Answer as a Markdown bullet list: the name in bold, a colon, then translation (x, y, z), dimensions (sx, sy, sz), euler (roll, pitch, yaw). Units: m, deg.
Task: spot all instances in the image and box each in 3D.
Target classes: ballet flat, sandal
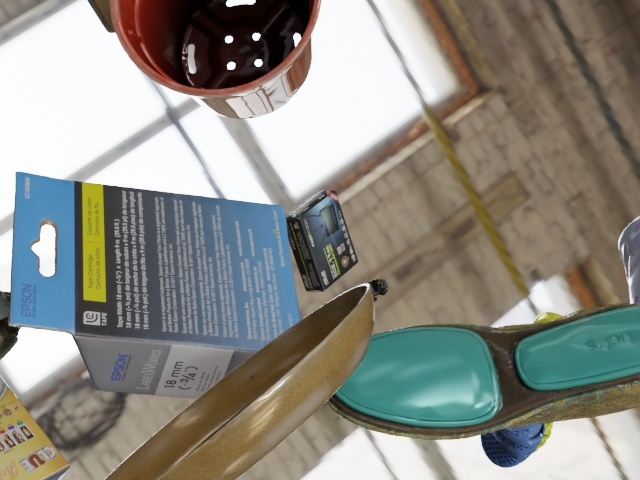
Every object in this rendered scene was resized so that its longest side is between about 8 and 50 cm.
- **ballet flat**: translation (0.177, 0.139, 1.281), dimensions (0.123, 0.349, 0.123), euler (-9, 90, -88)
- **sandal**: translation (0.302, 0.249, 2.042), dimensions (0.126, 0.138, 0.317), euler (36, -41, 26)

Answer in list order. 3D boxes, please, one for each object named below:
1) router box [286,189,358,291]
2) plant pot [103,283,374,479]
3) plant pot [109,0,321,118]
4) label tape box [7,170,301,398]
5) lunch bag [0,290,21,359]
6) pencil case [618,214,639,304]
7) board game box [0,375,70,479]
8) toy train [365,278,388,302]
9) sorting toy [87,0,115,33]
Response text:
- **router box**: translation (0.000, 0.000, 1.895), dimensions (0.038, 0.092, 0.122), euler (-1, -63, 41)
- **plant pot**: translation (-0.054, 0.111, 0.797), dimensions (0.032, 0.236, 0.236), euler (52, -21, -2)
- **plant pot**: translation (-0.122, -0.292, 1.786), dimensions (0.272, 0.272, 0.265), euler (50, -2, 10)
- **label tape box**: translation (-0.200, 0.056, 1.538), dimensions (0.106, 0.334, 0.240), euler (114, -24, -43)
- **lunch bag**: translation (-0.521, 0.106, 1.535), dimensions (0.235, 0.287, 0.169), euler (42, -24, 22)
- **pencil case**: translation (0.401, 0.090, 1.464), dimensions (0.113, 0.273, 0.124), euler (17, -46, -15)
- **board game box**: translation (-0.346, 0.179, 1.080), dimensions (0.165, 0.243, 0.042), euler (50, -55, 13)
- **toy train**: translation (0.034, 0.104, 1.891), dimensions (0.158, 0.036, 0.027), euler (-40, -116, 29)
- **sorting toy**: translation (-0.284, -0.466, 1.875), dimensions (0.089, 0.257, 0.255), euler (2, -51, 56)
